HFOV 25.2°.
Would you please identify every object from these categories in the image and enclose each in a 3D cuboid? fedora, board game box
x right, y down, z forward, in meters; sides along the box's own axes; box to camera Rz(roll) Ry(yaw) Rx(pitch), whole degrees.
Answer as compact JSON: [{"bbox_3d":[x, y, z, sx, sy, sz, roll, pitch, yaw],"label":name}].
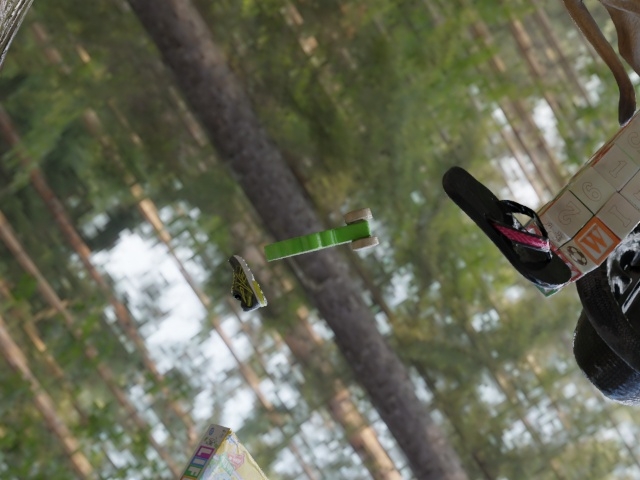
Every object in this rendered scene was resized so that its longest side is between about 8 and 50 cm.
[{"bbox_3d":[0.454,0.123,1.990,0.152,0.334,0.334,-54,-178,38],"label":"fedora"},{"bbox_3d":[-0.093,0.273,1.451,0.026,0.154,0.103,7,-127,36],"label":"board game box"}]

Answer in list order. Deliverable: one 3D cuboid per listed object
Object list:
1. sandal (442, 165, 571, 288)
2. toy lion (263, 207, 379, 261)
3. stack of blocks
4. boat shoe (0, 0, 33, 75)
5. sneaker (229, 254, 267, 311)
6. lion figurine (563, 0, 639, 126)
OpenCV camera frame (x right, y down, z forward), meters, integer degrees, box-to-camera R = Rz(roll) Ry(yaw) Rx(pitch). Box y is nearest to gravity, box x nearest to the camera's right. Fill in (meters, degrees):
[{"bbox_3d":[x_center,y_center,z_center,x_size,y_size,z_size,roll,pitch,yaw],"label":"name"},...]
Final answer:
[{"bbox_3d":[0.201,-0.016,1.490,0.040,0.179,0.067,-39,-164,31],"label":"sandal"},{"bbox_3d":[0.000,0.000,1.221,0.096,0.034,0.100,-15,179,3],"label":"toy lion"},{"bbox_3d":[0.368,-0.076,1.748,0.297,0.087,0.171,-44,177,-19],"label":"stack of blocks"},{"bbox_3d":[-0.314,-0.176,1.188,0.341,0.110,0.121,-53,-167,48],"label":"boat shoe"},{"bbox_3d":[-0.098,0.053,1.770,0.035,0.031,0.083,-29,-124,-6],"label":"sneaker"},{"bbox_3d":[0.334,-0.326,1.371,0.392,0.240,0.142,-52,177,13],"label":"lion figurine"}]
